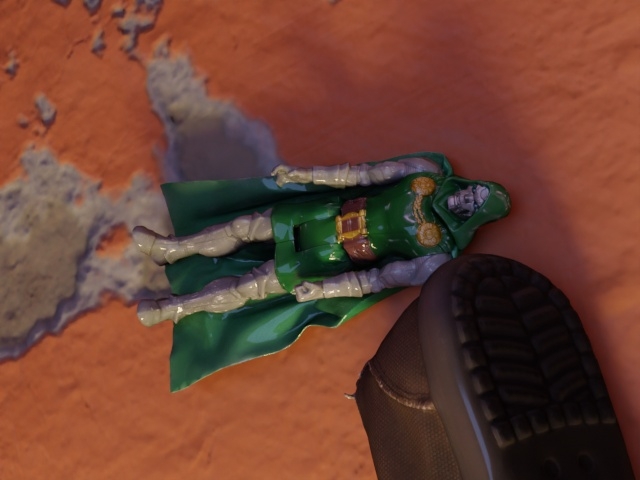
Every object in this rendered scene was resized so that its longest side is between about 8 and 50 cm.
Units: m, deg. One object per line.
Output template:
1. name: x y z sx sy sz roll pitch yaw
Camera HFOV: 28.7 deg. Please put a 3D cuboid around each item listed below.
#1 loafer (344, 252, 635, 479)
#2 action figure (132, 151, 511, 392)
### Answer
1. loafer: 0.103 0.193 0.621 0.130 0.134 0.365 -38 53 47
2. action figure: 0.000 0.000 0.729 0.232 0.063 0.137 -14 73 23
